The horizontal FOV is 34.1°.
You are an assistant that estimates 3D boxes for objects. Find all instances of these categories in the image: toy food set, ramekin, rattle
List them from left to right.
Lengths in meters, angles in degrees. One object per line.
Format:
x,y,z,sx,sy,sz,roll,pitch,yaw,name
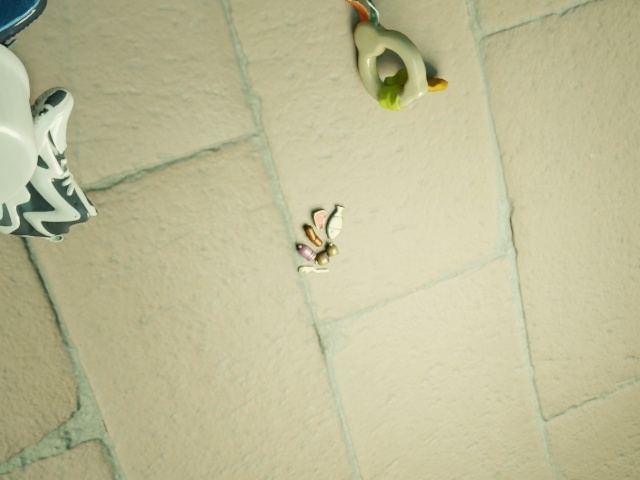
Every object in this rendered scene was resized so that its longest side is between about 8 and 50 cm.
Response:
-0.502,-0.133,1.351,0.277,0.135,0.277,-19,157,-8,ramekin
0.000,0.000,1.759,0.078,0.019,0.122,2,108,-23,toy food set
0.125,-0.319,1.669,0.143,0.130,0.199,-28,91,-23,rattle

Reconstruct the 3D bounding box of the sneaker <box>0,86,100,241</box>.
-0.377,-0.098,1.525,0.153,0.094,0.235,23,99,-29,sneaker

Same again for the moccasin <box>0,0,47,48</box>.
-0.522,-0.271,1.390,0.342,0.117,0.138,-21,77,0,moccasin
